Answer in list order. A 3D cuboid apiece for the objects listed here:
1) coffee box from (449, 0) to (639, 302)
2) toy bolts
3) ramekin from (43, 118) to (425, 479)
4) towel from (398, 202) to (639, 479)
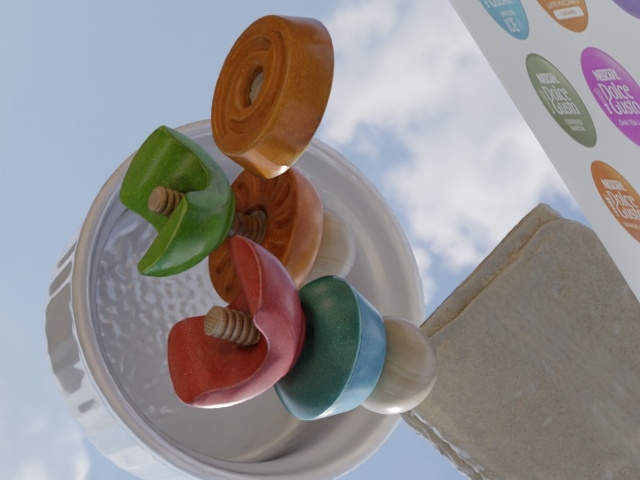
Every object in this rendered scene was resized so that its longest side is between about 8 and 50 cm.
[{"bbox_3d":[0.255,-0.165,0.636,0.338,0.334,0.337,-35,-169,-10],"label":"coffee box"},{"bbox_3d":[0.000,0.000,0.980,0.218,0.158,0.228,-51,-142,31],"label":"toy bolts"},{"bbox_3d":[-0.072,0.059,1.189,0.135,0.277,0.277,-30,-146,58],"label":"ramekin"},{"bbox_3d":[0.191,0.124,1.053,0.187,0.282,0.049,-44,172,-16],"label":"towel"}]
